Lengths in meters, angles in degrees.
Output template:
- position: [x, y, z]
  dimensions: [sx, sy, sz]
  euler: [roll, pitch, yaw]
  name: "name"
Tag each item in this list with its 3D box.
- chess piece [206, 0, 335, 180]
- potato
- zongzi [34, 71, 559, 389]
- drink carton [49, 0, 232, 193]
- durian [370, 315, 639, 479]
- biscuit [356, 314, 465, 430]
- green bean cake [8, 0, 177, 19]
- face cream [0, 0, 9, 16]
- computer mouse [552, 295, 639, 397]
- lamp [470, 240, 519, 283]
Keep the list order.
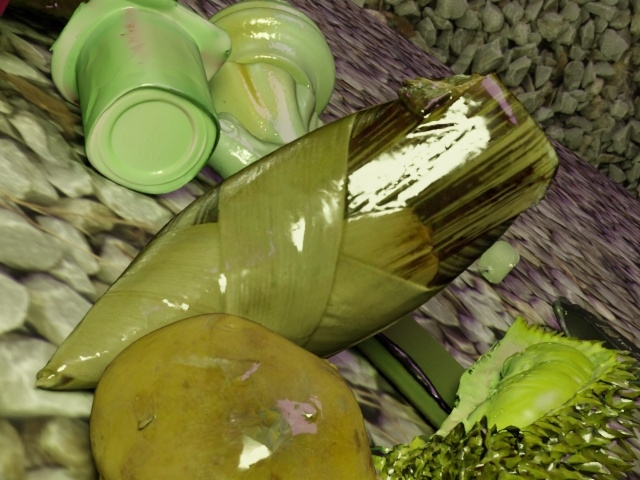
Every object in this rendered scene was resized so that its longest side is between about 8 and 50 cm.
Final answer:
- position: [-0.057, -0.116, 1.175]
  dimensions: [0.175, 0.176, 0.298]
  euler: [28, 32, -29]
  name: "chess piece"
- position: [-0.045, 0.113, 0.597]
  dimensions: [0.176, 0.137, 0.137]
  euler: [40, 17, 13]
  name: "potato"
- position: [0.000, 0.000, 0.728]
  dimensions: [0.154, 0.289, 0.317]
  euler: [56, 22, 2]
  name: "zongzi"
- position: [-0.160, -0.127, 0.995]
  dimensions: [0.146, 0.144, 0.142]
  euler: [25, 30, -34]
  name: "drink carton"
- position: [0.160, 0.167, 0.868]
  dimensions: [0.169, 0.158, 0.352]
  euler: [9, 19, 26]
  name: "durian"
- position: [0.106, 0.132, 0.988]
  dimensions: [0.322, 0.038, 0.099]
  euler: [44, 23, 21]
  name: "biscuit"
- position: [-0.258, -0.349, 1.179]
  dimensions: [0.124, 0.233, 0.236]
  euler: [13, 8, 38]
  name: "green bean cake"
- position: [-0.343, -0.228, 0.799]
  dimensions: [0.195, 0.175, 0.175]
  euler: [43, 18, 11]
  name: "face cream"
- position: [0.371, 0.148, 1.446]
  dimensions: [0.105, 0.062, 0.192]
  euler: [16, 21, -48]
  name: "computer mouse"
- position: [0.186, 0.020, 1.434]
  dimensions: [0.198, 0.056, 0.050]
  euler: [9, 35, -51]
  name: "lamp"
